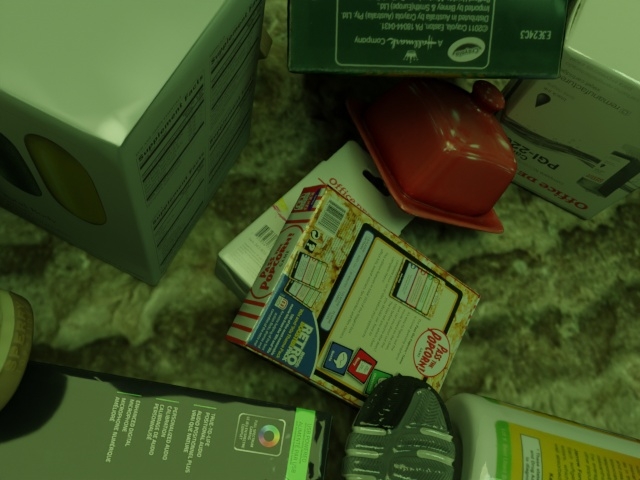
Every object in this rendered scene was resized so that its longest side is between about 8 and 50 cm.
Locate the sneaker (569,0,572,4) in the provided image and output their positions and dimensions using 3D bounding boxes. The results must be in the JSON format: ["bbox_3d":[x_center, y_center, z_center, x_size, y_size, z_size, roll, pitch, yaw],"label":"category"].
[{"bbox_3d":[0.222,-0.346,0.721,0.321,0.127,0.126,42,39,2],"label":"sneaker"}]

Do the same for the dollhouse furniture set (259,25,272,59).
[{"bbox_3d":[-0.134,-0.273,0.647,0.151,0.144,0.123,1,62,29],"label":"dollhouse furniture set"}]

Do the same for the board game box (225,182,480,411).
[{"bbox_3d":[0.036,0.065,0.544,0.193,0.045,0.147,35,74,-24],"label":"board game box"}]

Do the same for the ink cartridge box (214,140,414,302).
[{"bbox_3d":[0.000,0.000,0.608,0.104,0.061,0.181,45,68,6],"label":"ink cartridge box"}]

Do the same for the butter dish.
[{"bbox_3d":[0.127,-0.101,0.605,0.160,0.118,0.160,9,44,-37],"label":"butter dish"}]

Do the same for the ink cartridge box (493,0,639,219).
[{"bbox_3d":[0.265,-0.124,0.623,0.158,0.218,0.092,28,71,1],"label":"ink cartridge box"}]

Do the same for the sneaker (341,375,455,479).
[{"bbox_3d":[0.042,0.229,0.494,0.086,0.132,0.229,15,55,-4],"label":"sneaker"}]

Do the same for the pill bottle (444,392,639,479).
[{"bbox_3d":[0.214,0.222,0.520,0.245,0.136,0.137,16,67,-4],"label":"pill bottle"}]

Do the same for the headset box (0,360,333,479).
[{"bbox_3d":[-0.134,0.233,0.453,0.282,0.131,0.247,12,68,-6],"label":"headset box"}]

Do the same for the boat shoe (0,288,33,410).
[{"bbox_3d":[-0.342,0.106,0.398,0.341,0.110,0.122,-30,53,15],"label":"boat shoe"}]

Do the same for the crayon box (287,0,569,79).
[{"bbox_3d":[0.079,-0.203,0.603,0.202,0.323,0.083,1,108,1],"label":"crayon box"}]

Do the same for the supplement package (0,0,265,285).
[{"bbox_3d":[-0.179,-0.126,0.514,0.199,0.263,0.198,27,66,1],"label":"supplement package"}]
